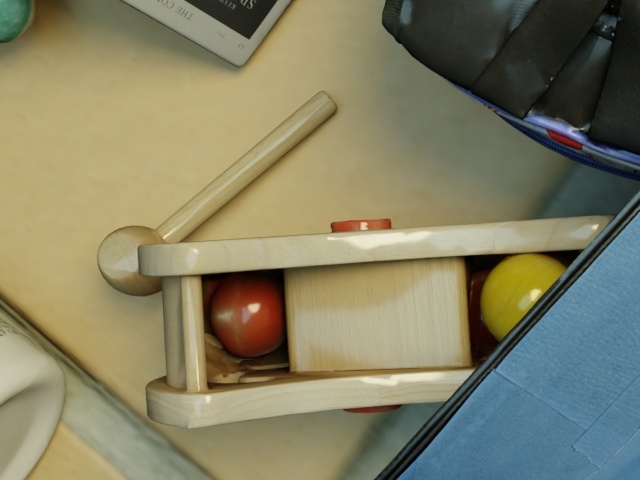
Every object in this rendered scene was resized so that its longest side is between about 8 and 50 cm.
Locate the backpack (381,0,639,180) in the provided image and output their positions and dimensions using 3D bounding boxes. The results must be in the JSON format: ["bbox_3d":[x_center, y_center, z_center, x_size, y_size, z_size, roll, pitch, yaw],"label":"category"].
[{"bbox_3d":[0.150,-0.152,0.463,0.276,0.213,0.263,28,91,22],"label":"backpack"}]

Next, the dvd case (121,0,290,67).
[{"bbox_3d":[-0.033,-0.214,0.544,0.239,0.179,0.029,-53,47,12],"label":"dvd case"}]

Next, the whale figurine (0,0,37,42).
[{"bbox_3d":[-0.256,-0.154,0.631,0.216,0.141,0.272,25,101,16],"label":"whale figurine"}]

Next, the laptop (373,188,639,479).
[{"bbox_3d":[0.307,0.080,0.401,0.408,0.236,0.382,44,104,13],"label":"laptop"}]

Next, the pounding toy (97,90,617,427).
[{"bbox_3d":[0.000,0.000,0.543,0.269,0.154,0.155,-3,90,18],"label":"pounding toy"}]

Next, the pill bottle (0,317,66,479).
[{"bbox_3d":[-0.264,0.057,0.642,0.229,0.131,0.131,34,101,14],"label":"pill bottle"}]
